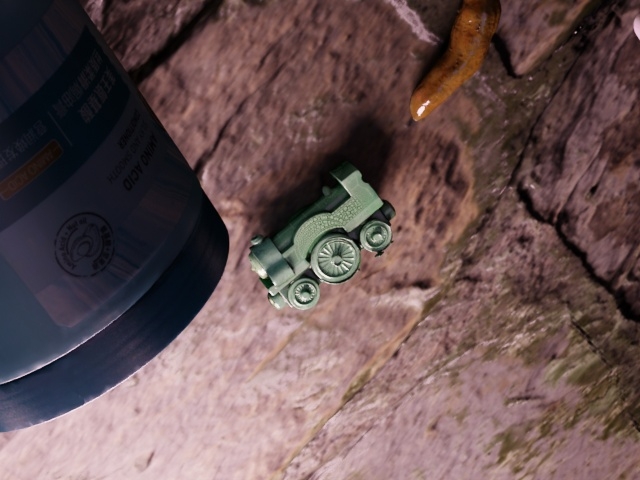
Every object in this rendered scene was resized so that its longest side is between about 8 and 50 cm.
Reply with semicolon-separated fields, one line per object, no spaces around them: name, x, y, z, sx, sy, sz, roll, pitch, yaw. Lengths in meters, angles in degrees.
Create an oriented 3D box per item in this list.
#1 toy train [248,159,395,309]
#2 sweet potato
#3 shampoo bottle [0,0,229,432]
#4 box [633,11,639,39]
toy train;0.000;0.000;1.648;0.178;0.071;0.104;-39;112;-2
sweet potato;0.156;-0.209;1.625;0.054;0.053;0.182;-3;124;-62
shampoo bottle;-0.310;-0.055;1.363;0.331;0.331;0.343;-34;118;-4
box;0.506;-0.300;1.718;0.285;0.044;0.142;-42;115;1
